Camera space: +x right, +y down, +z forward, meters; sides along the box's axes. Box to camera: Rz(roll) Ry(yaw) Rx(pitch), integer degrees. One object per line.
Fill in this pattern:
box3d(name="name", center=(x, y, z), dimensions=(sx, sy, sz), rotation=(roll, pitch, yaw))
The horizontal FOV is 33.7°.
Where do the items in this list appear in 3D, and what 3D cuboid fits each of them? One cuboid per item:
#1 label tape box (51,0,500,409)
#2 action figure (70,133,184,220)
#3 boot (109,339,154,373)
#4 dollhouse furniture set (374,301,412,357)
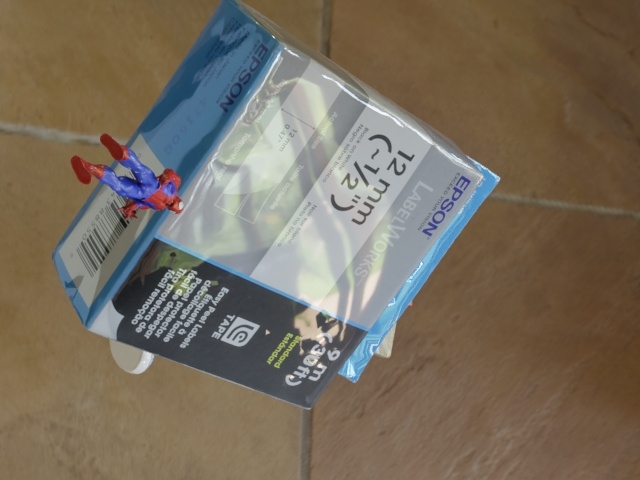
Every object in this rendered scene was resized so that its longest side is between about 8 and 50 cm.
box3d(name="label tape box", center=(0.000, 0.000, 0.862), dimensions=(0.347, 0.249, 0.115), rotation=(27, 13, -38))
box3d(name="action figure", center=(-0.110, -0.034, 0.648), dimensions=(0.038, 0.115, 0.030), rotation=(-40, 74, 6))
box3d(name="boot", center=(-0.235, 0.110, 1.402), dimensions=(0.086, 0.069, 0.190), rotation=(24, 24, -39))
box3d(name="dollhouse furniture set", center=(-0.026, 0.058, 1.166), dimensions=(0.262, 0.259, 0.135), rotation=(25, 68, -35))
